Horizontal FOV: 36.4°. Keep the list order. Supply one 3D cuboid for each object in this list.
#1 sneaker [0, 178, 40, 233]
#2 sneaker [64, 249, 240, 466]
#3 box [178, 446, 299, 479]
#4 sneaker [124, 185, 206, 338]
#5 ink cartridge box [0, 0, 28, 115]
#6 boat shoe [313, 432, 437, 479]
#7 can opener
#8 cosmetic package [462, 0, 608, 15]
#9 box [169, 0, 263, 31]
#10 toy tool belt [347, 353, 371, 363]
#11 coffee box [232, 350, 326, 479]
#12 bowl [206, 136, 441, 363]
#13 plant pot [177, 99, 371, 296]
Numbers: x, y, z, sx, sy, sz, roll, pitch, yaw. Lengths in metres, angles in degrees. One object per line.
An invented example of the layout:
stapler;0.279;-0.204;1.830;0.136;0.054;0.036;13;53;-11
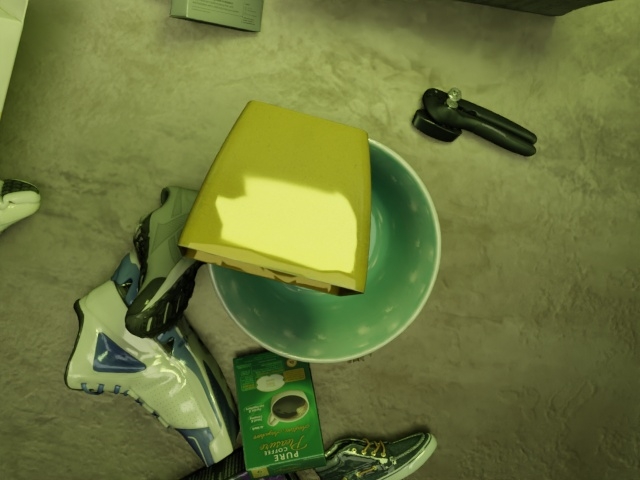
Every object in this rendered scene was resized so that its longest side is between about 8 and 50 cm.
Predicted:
sneaker;-0.517;0.004;1.357;0.292;0.110;0.118;-23;113;2
sneaker;-0.257;0.189;1.390;0.182;0.127;0.315;-29;92;5
box;-0.124;0.406;1.428;0.207;0.108;0.153;-29;100;1
sneaker;-0.211;0.025;1.310;0.108;0.271;0.100;20;131;-1
ink cartridge box;-0.489;-0.218;1.220;0.119;0.207;0.353;1;117;-45
boat shoe;0.079;0.322;1.449;0.183;0.065;0.083;-32;100;2
can opener;0.228;-0.170;1.400;0.186;0.073;0.059;16;58;-9
cosmetic package;0.184;-0.479;1.207;0.394;0.329;0.327;8;98;-4
box;-0.130;-0.382;1.302;0.038;0.145;0.186;12;98;37
toy tool belt;0.051;0.156;1.438;0.083;0.052;0.051;-3;130;0
coffee box;-0.060;0.242;1.383;0.113;0.184;0.040;-12;142;-2
bowl;0.000;0.000;1.349;0.312;0.163;0.311;-1;98;-4
plant pot;-0.042;-0.050;1.165;0.212;0.212;0.187;15;84;-5
